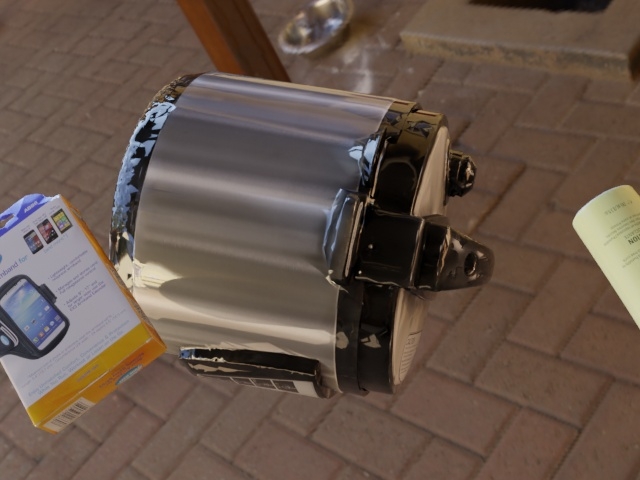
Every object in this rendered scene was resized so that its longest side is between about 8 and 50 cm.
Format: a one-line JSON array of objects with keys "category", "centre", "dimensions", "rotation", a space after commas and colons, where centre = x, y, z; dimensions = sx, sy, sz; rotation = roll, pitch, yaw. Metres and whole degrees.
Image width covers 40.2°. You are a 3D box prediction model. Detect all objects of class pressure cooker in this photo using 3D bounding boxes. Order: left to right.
[{"category": "pressure cooker", "centre": [0.001, -0.006, 1.064], "dimensions": [0.420, 0.376, 0.370], "rotation": [10, 43, 12]}]

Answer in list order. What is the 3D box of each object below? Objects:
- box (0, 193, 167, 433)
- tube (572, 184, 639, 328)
[{"category": "box", "centre": [-0.159, 0.036, 0.519], "dimensions": [0.081, 0.028, 0.136], "rotation": [-37, 62, -4]}, {"category": "tube", "centre": [0.299, 0.062, 0.719], "dimensions": [0.070, 0.062, 0.240], "rotation": [-48, 57, 36]}]
